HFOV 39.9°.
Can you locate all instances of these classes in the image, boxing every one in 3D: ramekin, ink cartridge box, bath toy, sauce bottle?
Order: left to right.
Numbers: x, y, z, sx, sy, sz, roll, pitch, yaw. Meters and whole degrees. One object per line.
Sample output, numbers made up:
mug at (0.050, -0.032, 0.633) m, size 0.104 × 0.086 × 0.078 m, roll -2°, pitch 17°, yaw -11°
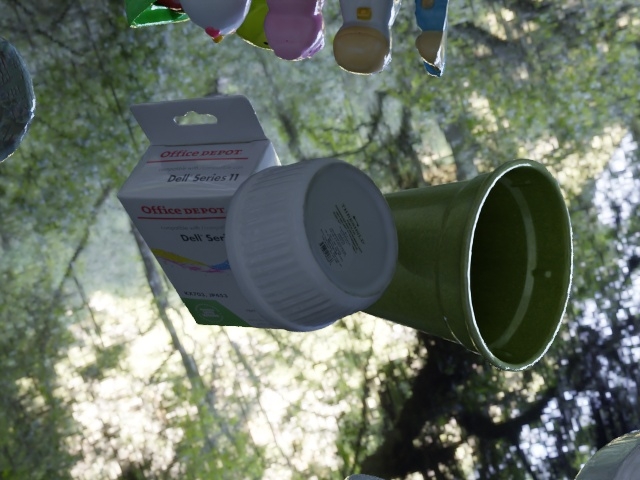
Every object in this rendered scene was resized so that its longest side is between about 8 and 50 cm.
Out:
sauce bottle at (-0.349, -0.124, 0.714) m, size 0.111 × 0.111 × 0.344 m, roll -26°, pitch -155°, yaw -35°
ink cartridge box at (-0.142, -0.028, 1.253) m, size 0.207 × 0.353 × 0.119 m, roll 0°, pitch -134°, yaw 26°
bath toy at (-0.011, -0.285, 1.117) m, size 0.348 × 0.151 × 0.129 m, roll 10°, pitch 156°, yaw 12°
ramekin at (0.000, 0.000, 1.042) m, size 0.109 × 0.207 × 0.207 m, roll -17°, pitch -171°, yaw 41°

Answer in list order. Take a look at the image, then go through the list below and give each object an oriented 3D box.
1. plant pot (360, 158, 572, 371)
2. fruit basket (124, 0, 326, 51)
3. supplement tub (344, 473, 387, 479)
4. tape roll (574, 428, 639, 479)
plant pot at (0.171, 0.027, 1.222) m, size 0.254 × 0.276 × 0.276 m, roll 3°, pitch -158°, yaw 43°
fruit basket at (-0.148, -0.480, 1.600) m, size 0.392 × 0.392 × 0.283 m, roll -12°, pitch -168°, yaw 27°
supplement tub at (0.058, 0.577, 1.425) m, size 0.241 × 0.241 × 0.331 m, roll -6°, pitch -137°, yaw 45°
tape roll at (0.430, 0.357, 1.022) m, size 0.286 × 0.286 × 0.100 m, roll -21°, pitch 168°, yaw -18°
